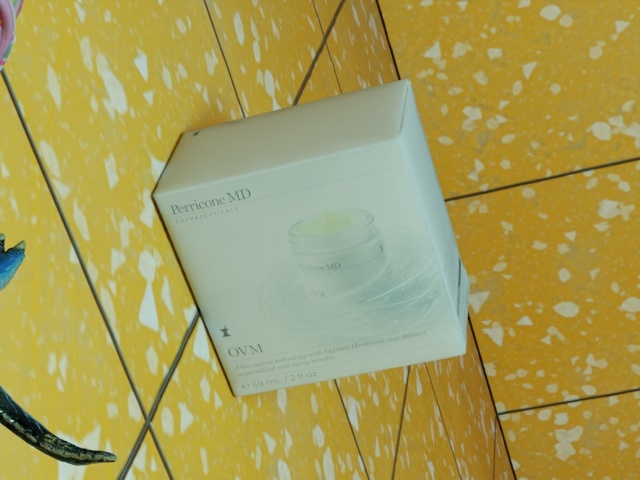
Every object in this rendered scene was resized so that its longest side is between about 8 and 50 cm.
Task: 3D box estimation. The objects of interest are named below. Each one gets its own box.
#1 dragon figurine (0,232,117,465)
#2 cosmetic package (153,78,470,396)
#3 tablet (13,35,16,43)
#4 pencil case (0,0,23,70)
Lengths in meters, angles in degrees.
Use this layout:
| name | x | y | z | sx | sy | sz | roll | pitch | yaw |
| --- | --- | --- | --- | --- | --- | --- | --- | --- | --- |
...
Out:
| name | x | y | z | sx | sy | sz | roll | pitch | yaw |
| --- | --- | --- | --- | --- | --- | --- | --- | --- | --- |
| dragon figurine | -0.206 | -0.009 | 0.586 | 0.289 | 0.085 | 0.144 | 60 | 3 | 15 |
| cosmetic package | 0.000 | 0.000 | 1.182 | 0.138 | 0.224 | 0.225 | -75 | 149 | -61 |
| tablet | -0.228 | -0.140 | 0.872 | 0.083 | 0.006 | 0.054 | -82 | 155 | -54 |
| pencil case | -0.216 | -0.207 | 0.766 | 0.124 | 0.124 | 0.284 | 62 | 22 | -46 |
